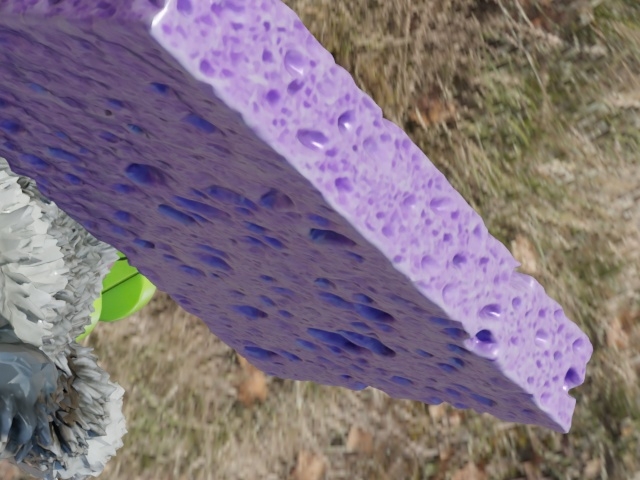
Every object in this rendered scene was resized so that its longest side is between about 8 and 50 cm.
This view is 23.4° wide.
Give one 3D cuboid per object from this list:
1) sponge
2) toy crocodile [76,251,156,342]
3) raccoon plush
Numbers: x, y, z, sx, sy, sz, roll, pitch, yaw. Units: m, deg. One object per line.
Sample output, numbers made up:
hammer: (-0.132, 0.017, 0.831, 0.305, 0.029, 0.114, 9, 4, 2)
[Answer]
sponge: (-0.020, -0.010, 0.405, 0.117, 0.031, 0.210, 8, 158, 37)
toy crocodile: (-0.215, 0.039, 1.042, 0.341, 0.115, 0.105, -28, 91, 26)
raccoon plush: (-0.150, 0.063, 0.723, 0.216, 0.299, 0.446, -29, 136, 9)
